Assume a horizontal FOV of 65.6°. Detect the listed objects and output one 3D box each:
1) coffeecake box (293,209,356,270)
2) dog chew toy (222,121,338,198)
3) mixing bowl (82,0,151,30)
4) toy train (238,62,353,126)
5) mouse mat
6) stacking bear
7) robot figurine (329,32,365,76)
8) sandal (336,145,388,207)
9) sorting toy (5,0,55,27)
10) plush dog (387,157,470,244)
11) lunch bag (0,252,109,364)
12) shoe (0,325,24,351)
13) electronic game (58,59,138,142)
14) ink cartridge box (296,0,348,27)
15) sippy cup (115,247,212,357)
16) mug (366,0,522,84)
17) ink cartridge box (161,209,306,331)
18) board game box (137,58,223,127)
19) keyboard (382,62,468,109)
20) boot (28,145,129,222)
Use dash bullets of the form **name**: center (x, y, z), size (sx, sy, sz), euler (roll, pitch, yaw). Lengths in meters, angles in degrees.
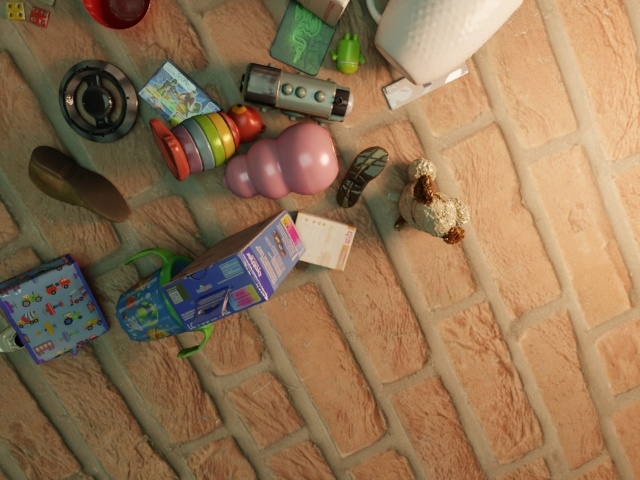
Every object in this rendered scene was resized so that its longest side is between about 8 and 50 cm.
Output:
- **coffeecake box**: center (0.000, 0.000, 1.541), size (0.186, 0.068, 0.142), euler (15, 101, -7)
- **dog chew toy**: center (-0.121, -0.213, 1.427), size (0.332, 0.206, 0.206), euler (-14, 103, 8)
- **mixing bowl**: center (-0.537, -0.655, 1.341), size (0.182, 0.098, 0.181), euler (-1, 103, -5)
- **toy train**: center (-0.066, -0.405, 1.383), size (0.334, 0.190, 0.142), euler (12, 102, -6)
- **mouse mat**: center (-0.045, -0.592, 1.438), size (0.153, 0.007, 0.189), euler (22, 99, -8)
- **stacking bear**: center (-0.297, -0.294, 1.393), size (0.289, 0.175, 0.164), euler (-28, 140, -20)
- **robot figurine**: center (0.079, -0.532, 1.428), size (0.101, 0.067, 0.115), euler (1, 103, -16)
- **sandal**: center (0.124, -0.196, 1.516), size (0.090, 0.060, 0.219), euler (29, 113, -4)
- **sorting toy**: center (-0.777, -0.718, 1.338), size (0.132, 0.046, 0.274), euler (22, 101, -8)
- **plush dog**: center (0.318, -0.089, 1.463), size (0.211, 0.225, 0.262), euler (-40, 102, 5)
- **lunch bag**: center (-0.784, 0.223, 1.479), size (0.221, 0.138, 0.293), euler (-28, 114, -27)
- **shoe**: center (-0.924, 0.290, 1.546), size (0.219, 0.058, 0.076), euler (-26, 103, 2)
- **electronic game**: center (-0.633, -0.395, 1.418), size (0.229, 0.048, 0.229), euler (1, 106, 4)
- **ink cartridge box**: center (-0.039, -0.715, 1.306), size (0.283, 0.207, 0.117), euler (32, 93, -10)
- **sippy cup**: center (-0.470, 0.192, 1.484), size (0.224, 0.240, 0.305), euler (-25, 64, 12)
- **mug**: center (0.285, -0.631, 1.342), size (0.328, 0.276, 0.374), euler (-46, 71, 14)
- **ink cartridge box**: center (-0.233, 0.086, 1.345), size (0.270, 0.395, 0.151), euler (-23, 101, 24)
- **board game box**: center (-0.404, -0.403, 1.440), size (0.201, 0.035, 0.136), euler (43, 97, -12)
- **keyboard**: center (0.315, -0.479, 1.487), size (0.256, 0.014, 0.072), euler (-26, 108, 2)
- **boot**: center (-0.709, -0.144, 1.462), size (0.305, 0.112, 0.115), euler (38, 128, -15)
